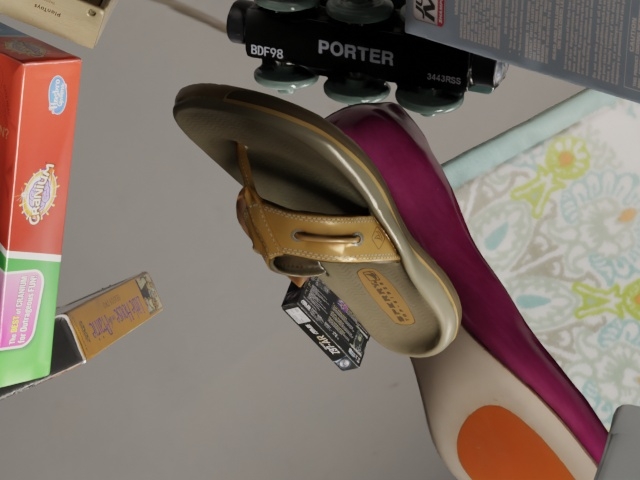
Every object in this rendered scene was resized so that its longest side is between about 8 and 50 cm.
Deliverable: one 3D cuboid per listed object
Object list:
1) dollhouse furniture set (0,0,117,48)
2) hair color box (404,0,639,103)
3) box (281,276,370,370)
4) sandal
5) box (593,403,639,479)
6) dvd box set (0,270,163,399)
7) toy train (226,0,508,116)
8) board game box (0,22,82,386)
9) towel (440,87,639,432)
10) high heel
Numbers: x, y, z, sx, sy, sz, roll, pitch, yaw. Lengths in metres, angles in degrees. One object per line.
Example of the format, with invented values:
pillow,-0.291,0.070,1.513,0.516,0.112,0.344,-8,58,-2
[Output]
dollhouse furniture set,-0.194,-0.320,1.273,0.212,0.161,0.242,21,130,-7
hair color box,0.257,-0.199,1.191,0.374,0.185,0.113,28,124,48
box,0.010,0.051,1.135,0.018,0.067,0.083,-15,130,38
sandal,0.000,0.000,0.642,0.072,0.049,0.180,-6,133,44
box,0.102,0.154,0.387,0.091,0.130,0.170,11,119,19
dvd box set,-0.366,0.139,1.684,0.308,0.420,0.062,-23,92,5
toy train,0.065,-0.238,1.660,0.334,0.190,0.142,11,120,21
board game box,-0.338,-0.053,1.385,0.242,0.064,0.316,27,117,38
towel,0.290,0.012,1.371,0.375,0.090,0.320,-28,84,-7
high heel,0.123,0.048,1.041,0.377,0.181,0.127,48,139,6
